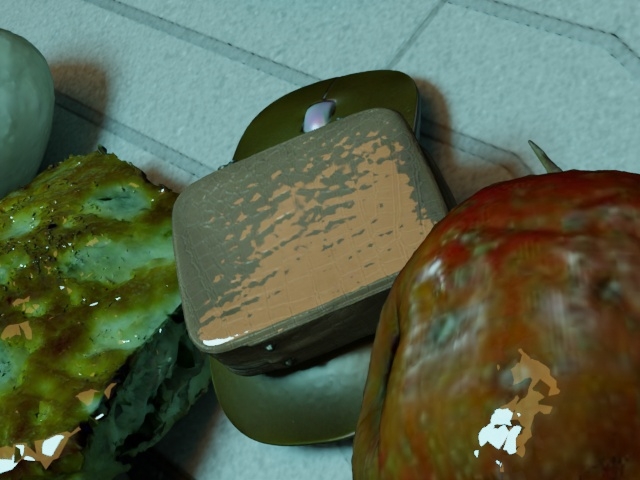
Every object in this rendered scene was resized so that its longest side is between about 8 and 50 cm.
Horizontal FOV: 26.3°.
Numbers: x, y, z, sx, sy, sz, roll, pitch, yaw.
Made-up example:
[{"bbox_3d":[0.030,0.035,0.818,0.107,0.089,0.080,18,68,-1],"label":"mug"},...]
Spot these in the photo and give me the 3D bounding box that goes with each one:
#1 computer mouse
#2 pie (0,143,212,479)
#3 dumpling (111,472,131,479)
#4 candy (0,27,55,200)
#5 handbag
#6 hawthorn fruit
[{"bbox_3d":[0.000,0.000,1.016,0.158,0.072,0.310,-9,59,26],"label":"computer mouse"},{"bbox_3d":[-0.222,0.070,1.090,0.288,0.103,0.355,8,49,33],"label":"pie"},{"bbox_3d":[-0.213,0.230,1.040,0.166,0.126,0.216,-31,28,-14],"label":"dumpling"},{"bbox_3d":[-0.362,-0.071,1.279,0.295,0.185,0.295,-41,13,12],"label":"candy"},{"bbox_3d":[-0.004,-0.002,0.932,0.193,0.072,0.151,-25,62,12],"label":"handbag"},{"bbox_3d":[0.143,0.089,0.742,0.258,0.258,0.262,21,61,44],"label":"hawthorn fruit"}]
